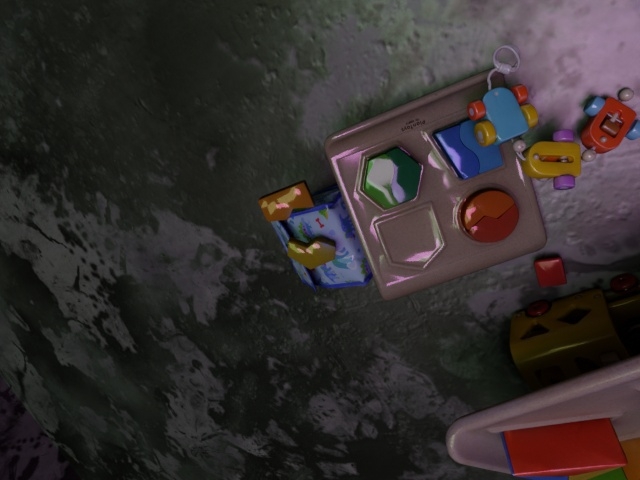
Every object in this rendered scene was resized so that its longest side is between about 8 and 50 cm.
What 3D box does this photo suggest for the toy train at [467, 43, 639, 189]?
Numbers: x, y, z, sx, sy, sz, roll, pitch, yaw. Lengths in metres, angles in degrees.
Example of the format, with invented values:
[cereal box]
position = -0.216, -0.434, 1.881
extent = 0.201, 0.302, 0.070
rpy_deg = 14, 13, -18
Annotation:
[toy train]
position = 0.231, -0.120, 0.430
extent = 0.166, 0.046, 0.125
rpy_deg = 29, 83, 2

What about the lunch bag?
[lunch bag]
position = 0.000, 0.000, 0.608
extent = 0.151, 0.096, 0.129
rpy_deg = -9, 114, 44

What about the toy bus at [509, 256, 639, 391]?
[toy bus]
position = 0.330, 0.120, 0.489
extent = 0.190, 0.104, 0.202
rpy_deg = 17, 122, 18

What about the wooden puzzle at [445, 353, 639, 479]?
[wooden puzzle]
position = 0.364, 0.205, 0.440
extent = 0.322, 0.081, 0.348
rpy_deg = 25, 129, -26

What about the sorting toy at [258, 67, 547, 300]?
[sorting toy]
position = 0.095, -0.034, 0.497
extent = 0.307, 0.041, 0.229
rpy_deg = -21, 107, 9
